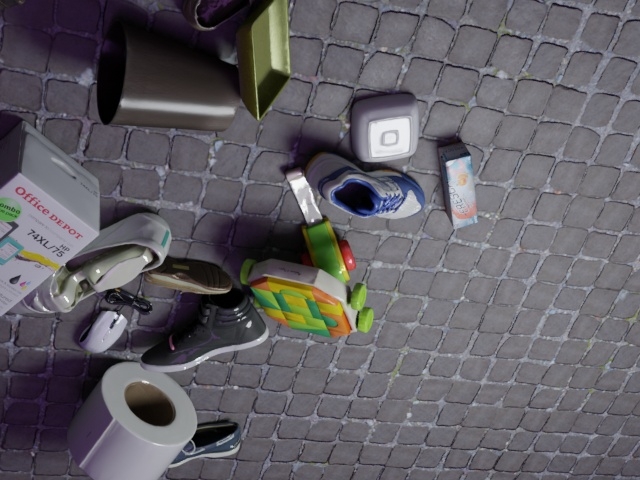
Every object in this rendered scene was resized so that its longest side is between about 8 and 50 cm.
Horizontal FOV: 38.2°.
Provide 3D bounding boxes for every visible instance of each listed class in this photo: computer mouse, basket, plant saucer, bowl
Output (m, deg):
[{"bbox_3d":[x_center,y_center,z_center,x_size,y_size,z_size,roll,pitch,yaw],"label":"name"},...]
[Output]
[{"bbox_3d":[-0.463,0.190,2.034,0.106,0.042,0.193,27,115,-30],"label":"computer mouse"},{"bbox_3d":[-0.270,-0.281,1.664,0.226,0.204,0.154,8,146,-31],"label":"basket"},{"bbox_3d":[-0.106,-0.340,1.664,0.045,0.188,0.188,9,128,14],"label":"plant saucer"},{"bbox_3d":[0.136,-0.220,1.870,0.142,0.053,0.142,-9,128,-9],"label":"bowl"}]

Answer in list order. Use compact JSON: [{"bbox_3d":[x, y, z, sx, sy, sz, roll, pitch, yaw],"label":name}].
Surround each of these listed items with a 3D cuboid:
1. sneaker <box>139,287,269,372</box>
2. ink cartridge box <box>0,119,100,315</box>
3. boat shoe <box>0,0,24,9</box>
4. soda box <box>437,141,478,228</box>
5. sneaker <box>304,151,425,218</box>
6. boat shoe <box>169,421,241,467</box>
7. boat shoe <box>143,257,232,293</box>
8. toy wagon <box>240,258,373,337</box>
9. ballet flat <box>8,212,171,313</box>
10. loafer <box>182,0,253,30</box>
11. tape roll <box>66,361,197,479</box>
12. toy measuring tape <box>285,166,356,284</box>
[{"bbox_3d":[-0.274,0.190,2.045,0.295,0.105,0.147,-17,123,-2],"label":"sneaker"},{"bbox_3d":[-0.580,-0.042,1.740,0.270,0.197,0.198,-38,125,14],"label":"ink cartridge box"},{"bbox_3d":[-0.588,-0.502,1.447,0.130,0.132,0.355,-32,125,11],"label":"boat shoe"},{"bbox_3d":[0.295,-0.117,1.975,0.058,0.063,0.183,-16,127,-2],"label":"soda box"},{"bbox_3d":[0.105,-0.084,1.902,0.296,0.131,0.112,12,118,-32],"label":"sneaker"},{"bbox_3d":[-0.319,0.494,2.256,0.254,0.095,0.079,-3,128,-13],"label":"boat shoe"},{"bbox_3d":[-0.287,0.085,1.994,0.190,0.068,0.072,16,135,-15],"label":"boat shoe"},{"bbox_3d":[-0.021,0.143,2.000,0.267,0.068,0.344,12,154,18],"label":"toy wagon"},{"bbox_3d":[-0.488,0.069,1.886,0.400,0.139,0.139,-25,127,6],"label":"ballet flat"},{"bbox_3d":[-0.133,-0.459,1.607,0.102,0.092,0.268,34,112,-31],"label":"loafer"},{"bbox_3d":[-0.425,0.419,2.084,0.246,0.246,0.169,25,117,-27],"label":"tape roll"},{"bbox_3d":[0.000,0.000,1.960,0.121,0.121,0.330,-20,127,2],"label":"toy measuring tape"}]
